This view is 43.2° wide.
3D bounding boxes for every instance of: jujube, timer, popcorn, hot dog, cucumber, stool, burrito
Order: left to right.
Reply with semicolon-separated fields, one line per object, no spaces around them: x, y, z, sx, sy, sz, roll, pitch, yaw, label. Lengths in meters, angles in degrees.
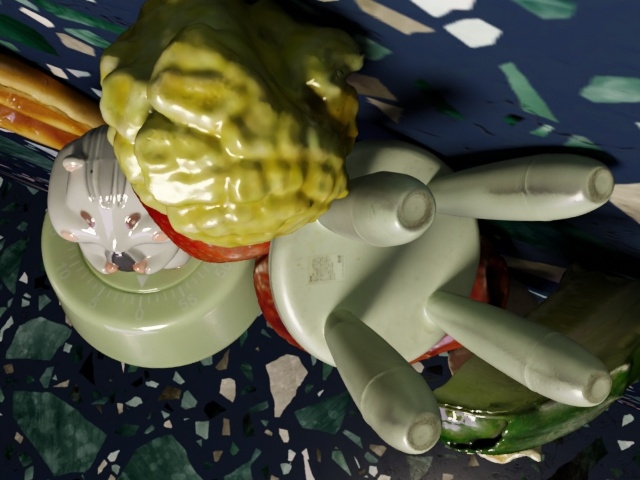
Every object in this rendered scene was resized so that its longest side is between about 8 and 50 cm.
-0.345;-0.168;0.958;0.100;0.068;0.249;-12;159;34;hot dog
-0.204;-0.023;0.924;0.290;0.291;0.315;20;162;8;timer
-0.059;-0.081;0.492;0.173;0.174;0.142;25;149;-29;popcorn
0.062;0.045;0.918;0.290;0.197;0.197;3;164;28;jujube
0.082;0.024;0.596;0.195;0.195;0.198;-8;-170;-22;stool
0.208;0.130;0.945;0.117;0.076;0.392;16;-156;8;burrito
0.215;0.122;0.734;0.145;0.105;0.325;12;-156;39;cucumber

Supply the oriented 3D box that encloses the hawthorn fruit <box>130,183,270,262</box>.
-0.092;-0.072;0.690;0.157;0.157;0.194;13;151;48;hawthorn fruit
